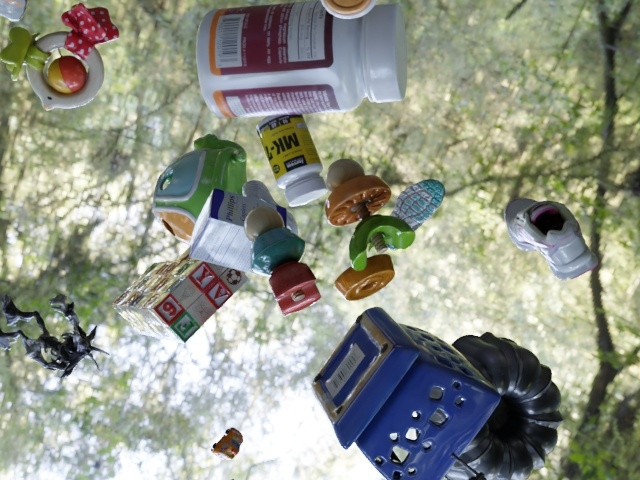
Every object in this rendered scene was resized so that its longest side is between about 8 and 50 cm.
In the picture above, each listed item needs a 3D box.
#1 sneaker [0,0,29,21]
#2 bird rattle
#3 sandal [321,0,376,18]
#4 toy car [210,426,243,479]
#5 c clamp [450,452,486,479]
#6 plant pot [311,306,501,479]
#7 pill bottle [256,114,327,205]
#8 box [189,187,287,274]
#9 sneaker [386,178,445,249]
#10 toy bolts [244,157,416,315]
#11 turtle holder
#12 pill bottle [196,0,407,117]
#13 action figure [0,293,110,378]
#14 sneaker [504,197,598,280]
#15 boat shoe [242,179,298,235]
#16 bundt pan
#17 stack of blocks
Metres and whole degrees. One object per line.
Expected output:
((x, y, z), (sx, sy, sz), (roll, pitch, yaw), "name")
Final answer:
((-0.563, -0.388, 1.211), (0.271, 0.108, 0.100), (12, -139, -9), "sneaker")
((-0.552, -0.395, 1.787), (0.253, 0.207, 0.143), (-20, -158, -10), "bird rattle")
((0.035, -0.390, 0.932), (0.101, 0.266, 0.076), (-3, 174, 2), "sandal")
((-0.140, 0.380, 1.410), (0.060, 0.122, 0.040), (-31, -150, -15), "toy car")
((0.215, 0.397, 1.222), (0.137, 0.022, 0.160), (27, -145, 28), "c clamp")
((0.125, 0.262, 1.410), (0.212, 0.236, 0.236), (34, -174, -22), "plant pot")
((-0.064, -0.195, 1.949), (0.119, 0.119, 0.209), (-8, -107, -56), "pill bottle")
((-0.144, -0.014, 1.437), (0.137, 0.126, 0.072), (15, -130, -19), "box")
((0.156, -0.055, 1.360), (0.065, 0.166, 0.076), (47, -132, 4), "sneaker")
((0.000, 0.000, 1.235), (0.228, 0.218, 0.159), (-23, -113, -11), "toy bolts")
((-0.284, -0.135, 2.042), (0.227, 0.321, 0.243), (0, 170, 10), "turtle holder")
((-0.031, -0.367, 1.659), (0.391, 0.224, 0.224), (0, -166, 13), "pill bottle")
((-0.631, 0.219, 1.906), (0.275, 0.141, 0.164), (14, -128, 11), "action figure")
((0.419, -0.033, 1.534), (0.111, 0.102, 0.252), (63, 174, -30), "sneaker")
((-0.098, -0.044, 1.651), (0.066, 0.184, 0.063), (-16, -133, 13), "boat shoe")
((0.362, 0.358, 1.691), (0.330, 0.331, 0.124), (14, 175, -22), "bundt pan")
((-0.279, 0.100, 1.598), (0.087, 0.171, 0.297), (51, 156, -17), "stack of blocks")
